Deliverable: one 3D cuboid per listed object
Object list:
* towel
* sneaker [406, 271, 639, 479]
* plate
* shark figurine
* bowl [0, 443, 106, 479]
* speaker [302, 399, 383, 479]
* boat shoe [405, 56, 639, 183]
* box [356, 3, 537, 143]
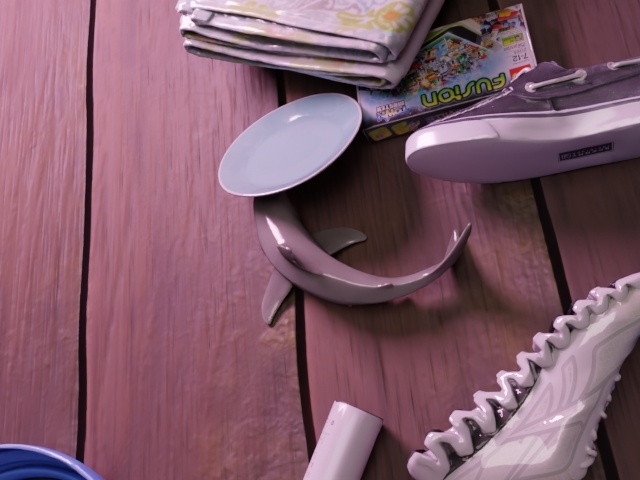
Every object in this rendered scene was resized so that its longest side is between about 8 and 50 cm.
[{"bbox_3d":[0.025,-0.367,0.964,0.320,0.090,0.375,17,69,26],"label":"towel"},{"bbox_3d":[0.218,0.149,0.701,0.292,0.110,0.118,-46,69,8],"label":"sneaker"},{"bbox_3d":[-0.034,-0.109,0.906,0.188,0.024,0.188,-19,38,15],"label":"plate"},{"bbox_3d":[0.014,0.021,0.818,0.278,0.116,0.166,16,77,27],"label":"shark figurine"},{"bbox_3d":[-0.336,0.418,0.806,0.391,0.077,0.391,-7,67,18],"label":"bowl"},{"bbox_3d":[0.013,0.232,0.762,0.055,0.055,0.136,17,75,25],"label":"speaker"},{"bbox_3d":[0.236,-0.134,0.799,0.301,0.108,0.102,-9,68,14],"label":"boat shoe"},{"bbox_3d":[0.145,-0.194,0.896,0.206,0.036,0.114,-13,65,15],"label":"box"}]
